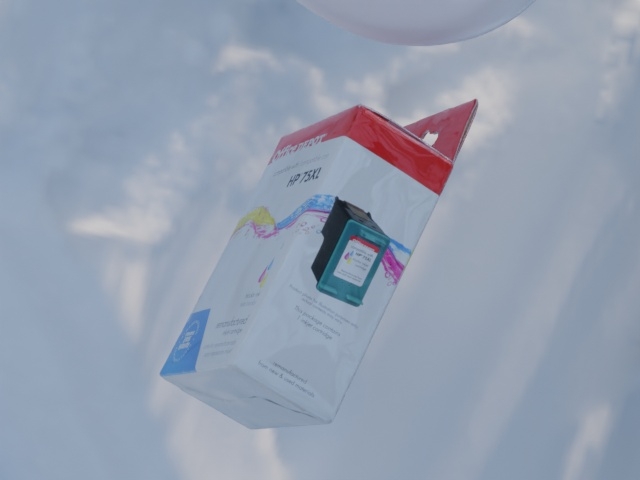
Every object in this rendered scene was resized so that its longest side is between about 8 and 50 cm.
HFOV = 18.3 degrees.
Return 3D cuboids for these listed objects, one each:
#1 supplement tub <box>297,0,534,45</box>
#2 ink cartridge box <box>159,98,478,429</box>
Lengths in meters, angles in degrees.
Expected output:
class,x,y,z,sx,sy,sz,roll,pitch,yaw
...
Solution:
class,x,y,z,sx,sy,sz,roll,pitch,yaw
supplement tub,0.091,-0.313,1.336,0.325,0.235,0.235,-64,150,-41
ink cartridge box,0.000,0.000,1.251,0.078,0.134,0.231,32,72,-17
